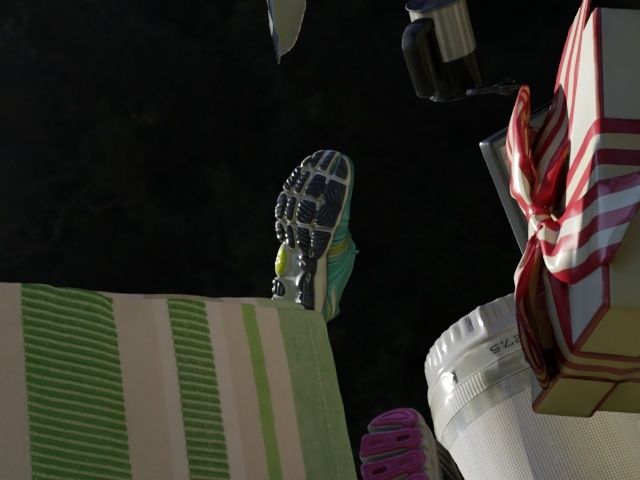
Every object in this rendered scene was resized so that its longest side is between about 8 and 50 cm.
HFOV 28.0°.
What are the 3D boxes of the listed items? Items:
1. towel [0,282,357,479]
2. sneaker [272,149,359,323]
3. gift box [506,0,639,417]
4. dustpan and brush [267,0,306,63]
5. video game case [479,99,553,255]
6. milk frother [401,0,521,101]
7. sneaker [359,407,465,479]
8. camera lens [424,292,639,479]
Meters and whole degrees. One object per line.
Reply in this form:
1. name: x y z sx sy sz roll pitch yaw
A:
1. towel: -0.125 0.151 1.020 0.038 0.324 0.248 -47 46 48
2. sneaker: 0.000 0.000 1.791 0.110 0.107 0.275 -17 -55 -48
3. gift box: 0.266 -0.024 0.909 0.276 0.258 0.255 95 179 -60
4. dustpan and brush: -0.017 -0.245 0.882 0.060 0.211 0.147 -8 27 -2
5. video game case: 0.322 -0.082 1.479 0.274 0.196 0.026 -31 16 -26
6. milk frother: 0.191 -0.256 1.703 0.143 0.135 0.129 -6 28 24
7. sneaker: 0.068 0.185 0.775 0.063 0.075 0.170 -31 41 23
8. camera lens: 0.235 0.209 1.225 0.219 0.219 0.274 -40 50 28
